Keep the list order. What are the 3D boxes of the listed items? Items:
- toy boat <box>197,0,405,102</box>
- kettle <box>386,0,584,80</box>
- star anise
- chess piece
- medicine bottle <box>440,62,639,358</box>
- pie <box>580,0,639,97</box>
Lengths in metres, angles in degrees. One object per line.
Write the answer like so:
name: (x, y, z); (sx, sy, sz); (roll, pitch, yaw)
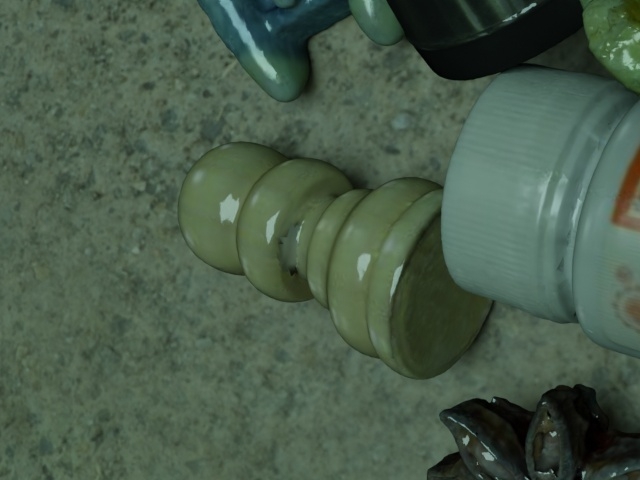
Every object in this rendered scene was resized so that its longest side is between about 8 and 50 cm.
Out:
toy boat: (-0.051, -0.299, 1.449); (0.215, 0.123, 0.330); (-24, 80, 33)
kettle: (0.116, -0.301, 1.233); (0.250, 0.207, 0.271); (-39, 113, 1)
star anise: (0.203, 0.208, 1.315); (0.236, 0.109, 0.223); (32, 132, 13)
chess piece: (0.000, 0.000, 1.423); (0.299, 0.167, 0.167); (20, 103, 37)
medicine bottle: (0.294, -0.003, 1.184); (0.371, 0.211, 0.211); (18, 101, 30)
pie: (0.274, -0.163, 1.104); (0.105, 0.257, 0.274); (-51, 41, 37)
